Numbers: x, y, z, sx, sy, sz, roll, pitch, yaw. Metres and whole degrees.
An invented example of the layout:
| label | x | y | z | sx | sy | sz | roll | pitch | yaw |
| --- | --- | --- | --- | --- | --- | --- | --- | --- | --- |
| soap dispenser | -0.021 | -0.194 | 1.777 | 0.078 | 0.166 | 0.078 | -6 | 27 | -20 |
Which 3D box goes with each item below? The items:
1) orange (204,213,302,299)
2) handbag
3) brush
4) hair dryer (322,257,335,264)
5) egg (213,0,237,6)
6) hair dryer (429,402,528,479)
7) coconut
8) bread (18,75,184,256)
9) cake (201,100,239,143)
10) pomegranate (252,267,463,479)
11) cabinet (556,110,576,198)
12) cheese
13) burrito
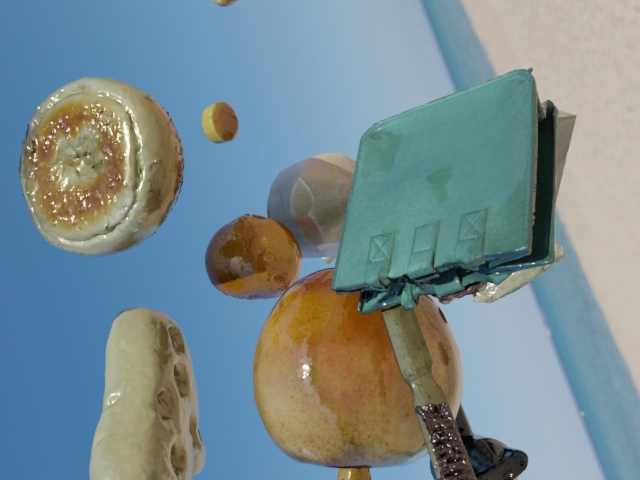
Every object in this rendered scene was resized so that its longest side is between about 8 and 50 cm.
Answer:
| label | x | y | z | sx | sy | sz | roll | pitch | yaw |
| --- | --- | --- | --- | --- | --- | --- | --- | --- | --- |
| orange | -0.123 | 0.034 | 1.616 | 0.177 | 0.178 | 0.155 | 47 | -127 | -62 |
| handbag | 0.157 | -0.050 | 1.060 | 0.100 | 0.269 | 0.274 | 39 | -134 | -38 |
| brush | 0.119 | 0.169 | 0.983 | 0.036 | 0.043 | 0.248 | 78 | 177 | -54 |
| hair dryer | 0.000 | 0.000 | 2.222 | 0.124 | 0.063 | 0.038 | 43 | -177 | -17 |
| egg | -0.171 | -0.480 | 1.621 | 0.080 | 0.096 | 0.080 | 26 | -173 | -3 |
| hair dryer | 0.239 | 0.304 | 1.519 | 0.244 | 0.116 | 0.302 | 128 | 121 | -76 |
| coconut | 0.014 | -0.065 | 1.751 | 0.224 | 0.234 | 0.224 | 8 | -101 | -44 |
| bread | -0.347 | -0.118 | 1.418 | 0.159 | 0.306 | 0.305 | -7 | -104 | -60 |
| cake | -0.196 | -0.232 | 1.737 | 0.084 | 0.044 | 0.084 | 27 | -123 | -51 |
| pomegranate | 0.046 | 0.197 | 1.236 | 0.319 | 0.319 | 0.319 | -21 | -90 | -79 |
| cabinet | 0.425 | -0.179 | 1.874 | 0.150 | 0.145 | 0.206 | -13 | -61 | -45 |
| cheese | -0.301 | 0.279 | 1.488 | 0.351 | 0.130 | 0.328 | -19 | -82 | -83 |
| burrito | 0.357 | 0.057 | 1.606 | 0.045 | 0.188 | 0.058 | 45 | -163 | -38 |
